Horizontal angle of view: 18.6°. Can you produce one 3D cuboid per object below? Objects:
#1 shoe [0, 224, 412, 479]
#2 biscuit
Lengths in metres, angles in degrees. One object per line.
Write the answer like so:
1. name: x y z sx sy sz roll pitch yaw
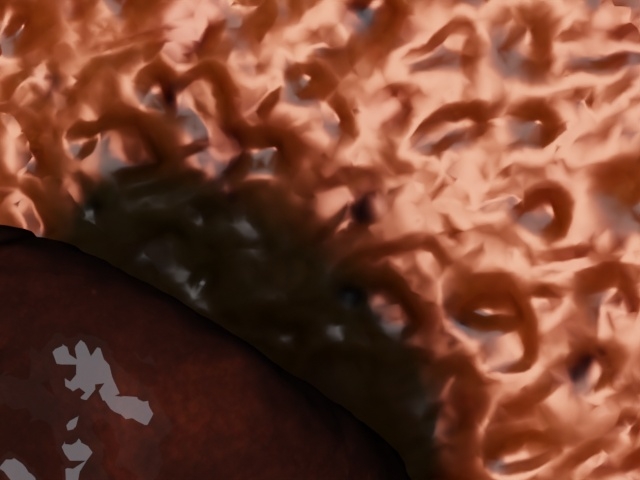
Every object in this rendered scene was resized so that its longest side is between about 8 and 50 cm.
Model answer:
1. shoe: -0.052 0.168 0.697 0.237 0.171 0.384 -51 126 -19
2. biscuit: 0.000 0.001 0.764 0.359 0.046 0.359 3 103 14
